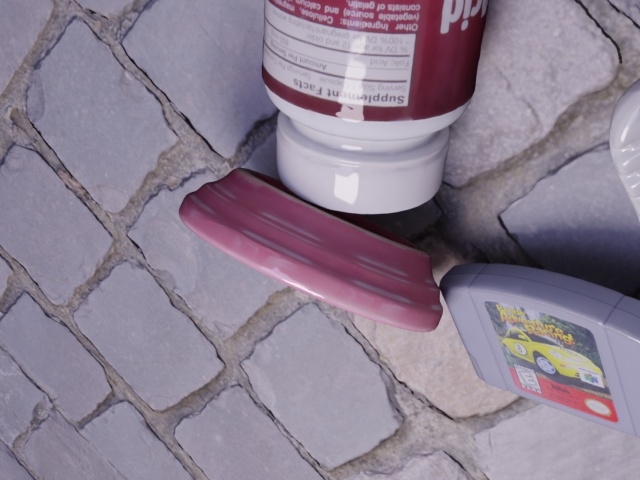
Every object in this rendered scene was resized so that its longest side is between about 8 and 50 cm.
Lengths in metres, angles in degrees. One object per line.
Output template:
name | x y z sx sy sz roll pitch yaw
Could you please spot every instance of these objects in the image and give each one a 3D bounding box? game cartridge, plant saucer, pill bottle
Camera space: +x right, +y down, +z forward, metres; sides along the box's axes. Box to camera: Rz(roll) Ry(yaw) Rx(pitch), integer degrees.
game cartridge | 0.274 0.119 1.002 0.294 0.060 0.196 13 137 46
plant saucer | 0.000 0.000 1.036 0.332 0.332 0.084 25 96 18
pill bottle | 0.056 -0.238 0.881 0.224 0.224 0.392 20 127 22

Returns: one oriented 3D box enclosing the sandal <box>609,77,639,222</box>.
sandal | 0.396 -0.013 0.881 0.169 0.102 0.416 -13 128 19
